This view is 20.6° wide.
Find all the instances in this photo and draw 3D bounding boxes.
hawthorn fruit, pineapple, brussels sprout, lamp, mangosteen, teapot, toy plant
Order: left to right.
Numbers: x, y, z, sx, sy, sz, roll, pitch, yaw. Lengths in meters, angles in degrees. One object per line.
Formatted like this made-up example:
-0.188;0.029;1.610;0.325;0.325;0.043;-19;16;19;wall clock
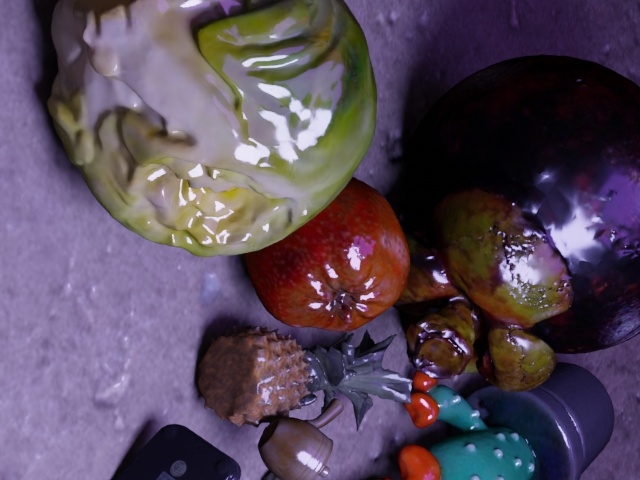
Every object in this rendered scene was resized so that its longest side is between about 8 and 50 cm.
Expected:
-0.093;-0.149;1.717;0.344;0.268;0.344;-8;101;-45;brussels sprout
-0.068;0.308;1.871;0.283;0.203;0.124;31;88;-54;lamp
-0.019;0.212;1.889;0.080;0.085;0.110;36;60;-13;teapot
-0.015;0.159;1.983;0.277;0.119;0.130;4;104;-50;pineapple
0.000;0.000;1.949;0.179;0.200;0.179;-12;135;-13;hawthorn fruit
0.236;0.291;2.273;0.400;0.185;0.279;-23;117;-55;toy plant
0.265;-0.010;2.127;0.381;0.381;0.421;25;85;-52;mangosteen

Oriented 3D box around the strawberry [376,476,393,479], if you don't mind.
0.041;0.386;2.108;0.190;0.111;0.236;62;23;-22;strawberry
